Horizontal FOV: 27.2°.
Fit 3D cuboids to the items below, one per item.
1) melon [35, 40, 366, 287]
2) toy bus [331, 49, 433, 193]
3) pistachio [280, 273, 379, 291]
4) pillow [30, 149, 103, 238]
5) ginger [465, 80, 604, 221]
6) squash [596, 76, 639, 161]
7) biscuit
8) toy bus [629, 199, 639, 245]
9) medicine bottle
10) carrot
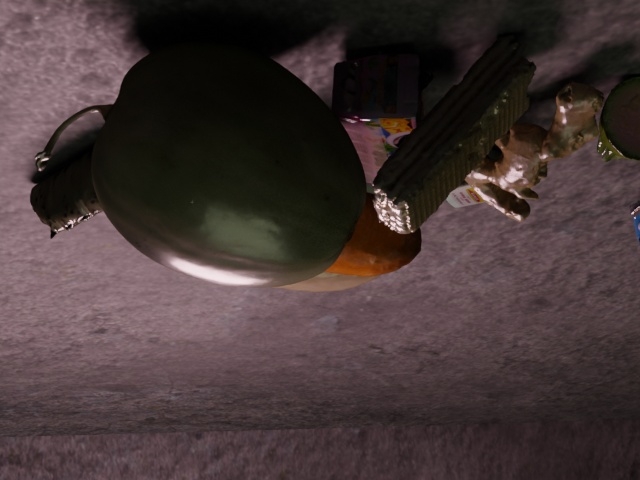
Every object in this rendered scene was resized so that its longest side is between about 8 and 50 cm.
[{"bbox_3d":[-0.102,-0.079,1.425,0.308,0.272,0.271,44,139,-19],"label":"melon"},{"bbox_3d":[0.079,-0.131,1.575,0.112,0.090,0.274,0,161,7],"label":"toy bus"},{"bbox_3d":[0.000,0.000,1.858,0.237,0.138,0.153,-1,143,-7],"label":"pistachio"},{"bbox_3d":[-0.302,-0.061,1.686,0.051,0.093,0.241,20,150,-41],"label":"pillow"},{"bbox_3d":[0.243,-0.123,1.622,0.149,0.065,0.259,29,145,-5],"label":"ginger"},{"bbox_3d":[0.380,-0.140,1.635,0.105,0.105,0.132,-2,176,-5],"label":"squash"},{"bbox_3d":[0.150,-0.115,1.475,0.062,0.239,0.108,38,168,18],"label":"biscuit"},{"bbox_3d":[0.581,-0.004,1.962,0.234,0.134,0.116,9,158,-33],"label":"toy bus"},{"bbox_3d":[0.222,-0.087,1.776,0.118,0.055,0.074,-11,157,19],"label":"medicine bottle"},{"bbox_3d":[0.027,-0.014,1.726,0.225,0.159,0.159,16,155,-15],"label":"carrot"}]
